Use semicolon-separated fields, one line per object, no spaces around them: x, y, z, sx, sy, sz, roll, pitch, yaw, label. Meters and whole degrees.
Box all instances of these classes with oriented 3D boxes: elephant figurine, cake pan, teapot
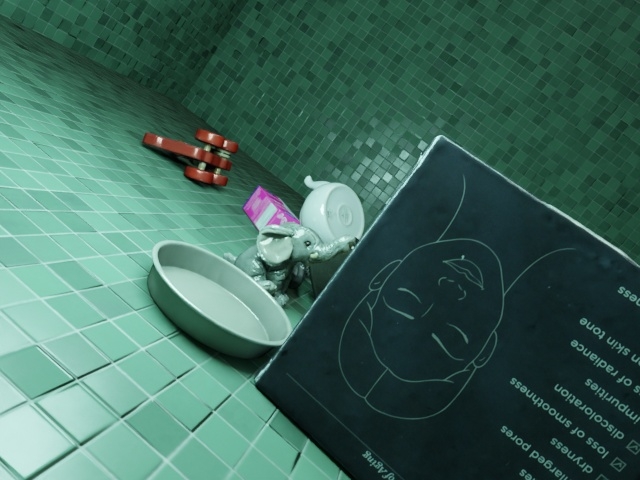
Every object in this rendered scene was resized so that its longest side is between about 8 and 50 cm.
-0.075;0.023;1.102;0.186;0.239;0.169;31;10;-30;elephant figurine
-0.182;0.107;0.859;0.293;0.054;0.293;35;9;-6;cake pan
0.018;-0.067;1.644;0.187;0.256;0.252;-12;-52;42;teapot

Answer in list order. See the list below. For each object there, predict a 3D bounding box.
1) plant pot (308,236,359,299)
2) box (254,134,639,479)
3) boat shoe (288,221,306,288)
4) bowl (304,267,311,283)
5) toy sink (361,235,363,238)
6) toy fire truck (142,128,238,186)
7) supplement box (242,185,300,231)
0.068;0.089;1.321;0.167;0.188;0.187;63;14;10;plant pot
0.245;0.180;0.769;0.480;0.472;0.297;39;8;15;box
-0.079;0.044;1.359;0.113;0.127;0.340;36;10;-9;boat shoe
-0.004;0.100;1.503;0.170;0.080;0.170;35;10;-7;bowl
0.168;0.072;2.084;0.131;0.153;0.234;36;10;-4;toy sink
-0.457;-0.314;1.718;0.254;0.169;0.302;19;5;11;toy fire truck
-0.178;-0.090;1.716;0.111;0.114;0.220;31;12;-39;supplement box
